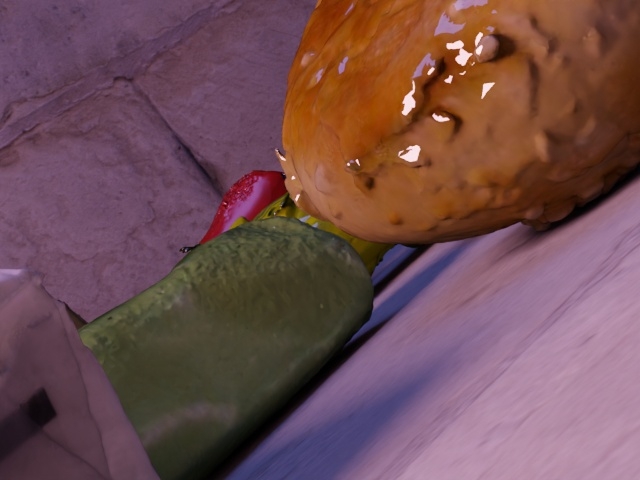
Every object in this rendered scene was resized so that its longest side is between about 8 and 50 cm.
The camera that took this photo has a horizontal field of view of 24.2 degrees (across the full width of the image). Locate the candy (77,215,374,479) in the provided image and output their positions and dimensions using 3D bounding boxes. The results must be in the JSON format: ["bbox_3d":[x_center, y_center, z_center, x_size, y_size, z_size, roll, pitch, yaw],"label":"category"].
[{"bbox_3d":[-0.101,0.099,0.981,0.343,0.132,0.142,-37,-24,-47],"label":"candy"}]

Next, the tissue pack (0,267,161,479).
[{"bbox_3d":[-0.281,0.161,0.692,0.356,0.194,0.266,-13,18,41],"label":"tissue pack"}]

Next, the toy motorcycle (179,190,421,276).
[{"bbox_3d":[0.001,0.002,1.375,0.206,0.142,0.342,-9,27,49],"label":"toy motorcycle"}]

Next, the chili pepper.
[{"bbox_3d":[-0.090,0.037,1.482,0.387,0.110,0.110,-55,7,-18],"label":"chili pepper"}]

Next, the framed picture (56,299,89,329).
[{"bbox_3d":[-0.265,0.193,1.188,0.315,0.024,0.232,-37,-39,4],"label":"framed picture"}]

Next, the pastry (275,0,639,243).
[{"bbox_3d":[0.119,-0.118,0.900,0.315,0.184,0.284,-41,27,35],"label":"pastry"}]
